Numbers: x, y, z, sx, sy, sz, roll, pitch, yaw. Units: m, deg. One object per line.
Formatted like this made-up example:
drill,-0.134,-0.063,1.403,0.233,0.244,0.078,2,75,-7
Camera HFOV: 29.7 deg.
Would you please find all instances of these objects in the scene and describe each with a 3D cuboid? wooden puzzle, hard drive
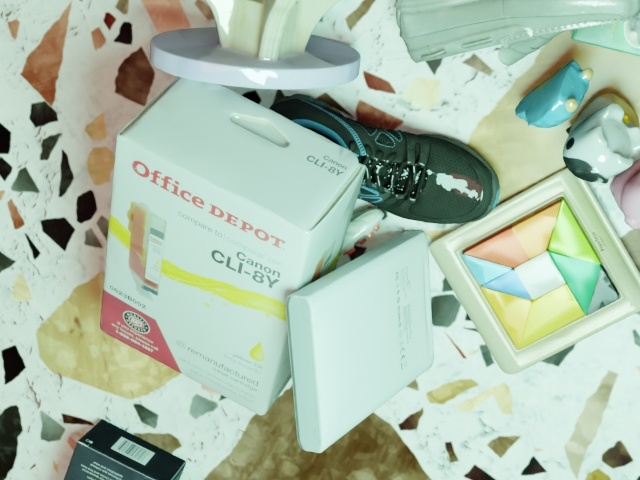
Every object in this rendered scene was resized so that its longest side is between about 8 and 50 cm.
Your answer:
wooden puzzle,0.297,0.048,1.638,0.238,0.044,0.221,-29,97,21
hard drive,0.061,0.123,1.584,0.040,0.307,0.203,5,108,32

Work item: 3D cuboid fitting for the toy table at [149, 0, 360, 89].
toy table,-0.073,-0.296,1.542,0.274,0.252,0.161,-4,118,-24

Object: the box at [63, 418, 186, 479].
box,-0.316,0.390,1.876,0.156,0.093,0.158,26,110,6

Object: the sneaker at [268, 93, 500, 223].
sneaker,0.069,-0.093,1.608,0.340,0.139,0.125,17,108,8

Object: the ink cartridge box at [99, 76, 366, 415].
ink cartridge box,-0.130,0.012,1.596,0.279,0.160,0.385,27,137,11

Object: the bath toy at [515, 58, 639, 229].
bath toy,0.400,-0.070,1.533,0.348,0.151,0.129,46,142,-5

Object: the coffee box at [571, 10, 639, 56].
coffee box,0.418,-0.285,1.510,0.184,0.040,0.113,14,108,10

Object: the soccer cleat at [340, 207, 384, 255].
soccer cleat,0.000,0.000,1.695,0.196,0.068,0.076,-33,92,24

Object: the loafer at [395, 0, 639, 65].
loafer,0.248,-0.278,1.513,0.319,0.112,0.112,3,120,32
